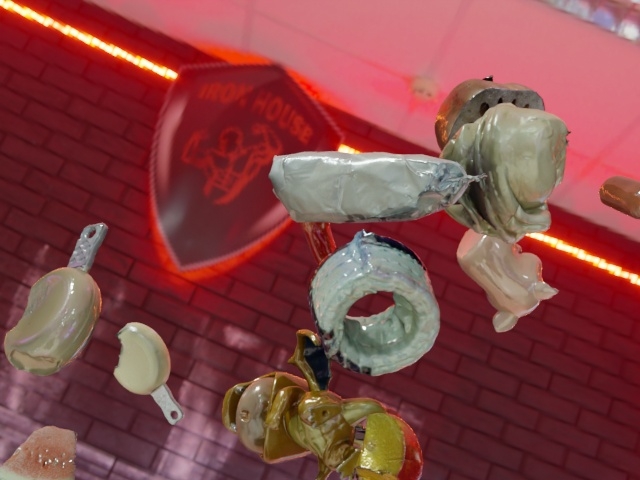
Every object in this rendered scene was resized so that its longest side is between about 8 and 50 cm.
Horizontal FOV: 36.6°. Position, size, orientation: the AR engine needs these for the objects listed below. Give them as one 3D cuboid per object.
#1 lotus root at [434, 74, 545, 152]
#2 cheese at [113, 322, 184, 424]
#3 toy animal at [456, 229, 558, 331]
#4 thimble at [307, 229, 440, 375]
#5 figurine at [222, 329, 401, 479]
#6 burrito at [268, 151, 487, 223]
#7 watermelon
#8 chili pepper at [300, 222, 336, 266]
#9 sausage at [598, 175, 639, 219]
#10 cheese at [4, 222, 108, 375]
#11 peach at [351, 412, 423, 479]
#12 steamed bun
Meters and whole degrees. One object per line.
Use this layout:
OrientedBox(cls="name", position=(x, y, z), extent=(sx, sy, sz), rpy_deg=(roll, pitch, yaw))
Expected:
OrientedBox(cls="lotus root", position=(0.369, -0.264, 2.191), extent=(0.272, 0.272, 0.192), rpy_deg=(38, 15, -35))
OrientedBox(cls="cheese", position=(-0.405, 0.319, 2.356), extent=(0.249, 0.163, 0.071), rpy_deg=(35, 19, 20))
OrientedBox(cls="toy animal", position=(0.475, 0.077, 2.540), extent=(0.256, 0.213, 0.195), rpy_deg=(45, -63, 2))
OrientedBox(cls="thimble", position=(0.093, 0.109, 1.699), extent=(0.237, 0.237, 0.150), rpy_deg=(34, 20, -27))
OrientedBox(cls="figurine", position=(-0.014, 0.421, 2.221), extent=(0.401, 0.268, 0.387), rpy_deg=(46, -23, -21))
OrientedBox(cls="burrito", position=(0.095, -0.097, 1.796), extent=(0.446, 0.139, 0.101), rpy_deg=(3, -6, 31))
OrientedBox(cls="watermelon", position=(-0.512, 0.478, 1.845), extent=(0.148, 0.226, 0.318), rpy_deg=(13, -23, 6))
OrientedBox(cls="chili pepper", position=(0.000, 0.000, 2.206), extent=(0.063, 0.272, 0.071), rpy_deg=(-22, -7, 38))
OrientedBox(cls="sausage", position=(0.640, -0.090, 2.000), extent=(0.077, 0.077, 0.194), rpy_deg=(30, 7, -18))
OrientedBox(cls="cheese", position=(-0.428, 0.090, 1.632), extent=(0.163, 0.286, 0.082), rpy_deg=(-10, -42, 32))
OrientedBox(cls="peach", position=(0.125, 0.382, 1.733), extent=(0.118, 0.151, 0.151), rpy_deg=(19, -20, -5))
OrientedBox(cls="steamed bun", position=(0.349, -0.129, 1.955), extent=(0.275, 0.206, 0.320), rpy_deg=(43, -40, 41))
